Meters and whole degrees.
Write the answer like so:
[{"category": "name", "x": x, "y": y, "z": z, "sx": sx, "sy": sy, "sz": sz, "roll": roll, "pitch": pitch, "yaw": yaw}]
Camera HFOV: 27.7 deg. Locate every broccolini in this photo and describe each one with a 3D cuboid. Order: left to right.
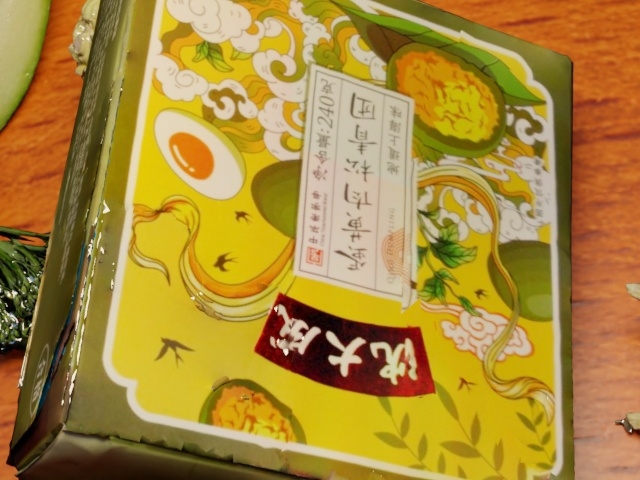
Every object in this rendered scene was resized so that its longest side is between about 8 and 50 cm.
[{"category": "broccolini", "x": -0.329, "y": 0.043, "z": 1.129, "sx": 0.271, "sy": 0.062, "sz": 0.123, "roll": 0, "pitch": 58, "yaw": 16}]

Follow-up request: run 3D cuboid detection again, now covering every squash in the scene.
[{"category": "squash", "x": -0.308, "y": -0.200, "z": 1.194, "sx": 0.111, "sy": 0.203, "sz": 0.288, "roll": 20, "pitch": 55, "yaw": -30}]

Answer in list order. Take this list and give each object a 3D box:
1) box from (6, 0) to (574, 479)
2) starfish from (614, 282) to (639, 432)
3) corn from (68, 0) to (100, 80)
[{"category": "box", "x": 0.000, "y": 0.000, "z": 0.952, "sx": 0.373, "sy": 0.138, "sz": 0.420, "roll": 17, "pitch": 61, "yaw": -21}, {"category": "starfish", "x": 0.367, "y": 0.103, "z": 0.976, "sx": 0.293, "sy": 0.084, "sz": 0.301, "roll": 18, "pitch": 64, "yaw": 21}, {"category": "corn", "x": -0.090, "y": -0.175, "z": 1.127, "sx": 0.260, "sy": 0.091, "sz": 0.091, "roll": -7, "pitch": 99, "yaw": -29}]
